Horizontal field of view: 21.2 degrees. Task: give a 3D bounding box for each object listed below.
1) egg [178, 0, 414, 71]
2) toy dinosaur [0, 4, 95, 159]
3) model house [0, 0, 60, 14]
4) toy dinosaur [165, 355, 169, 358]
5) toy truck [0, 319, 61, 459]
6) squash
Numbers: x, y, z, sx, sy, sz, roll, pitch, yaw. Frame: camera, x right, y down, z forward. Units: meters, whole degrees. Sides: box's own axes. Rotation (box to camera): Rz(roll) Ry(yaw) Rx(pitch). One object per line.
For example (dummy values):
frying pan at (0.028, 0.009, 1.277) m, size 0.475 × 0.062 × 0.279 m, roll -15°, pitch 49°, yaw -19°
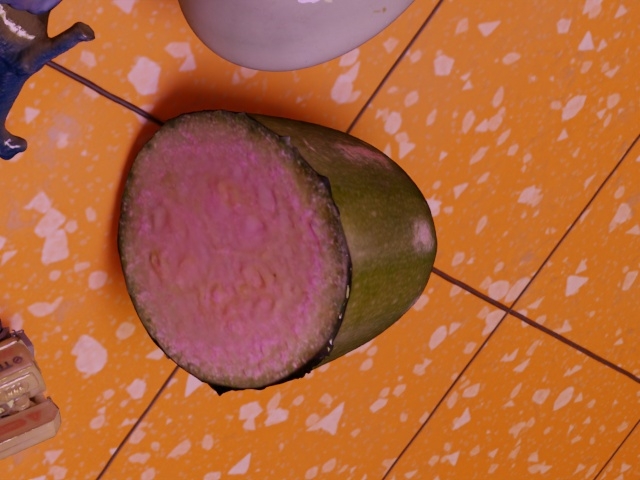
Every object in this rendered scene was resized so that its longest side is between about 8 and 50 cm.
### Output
egg at (0.017, -0.320, 1.666) m, size 0.371 × 0.230 × 0.230 m, roll -44°, pitch 140°, yaw -11°
toy dinosaur at (-0.322, -0.199, 1.599) m, size 0.188 × 0.075 × 0.248 m, roll -36°, pitch 121°, yaw 24°
model house at (-0.255, -0.429, 1.274) m, size 0.445 × 0.395 × 0.400 m, roll -40°, pitch 153°, yaw -28°
toy dinosaur at (-0.096, 0.082, 2.034) m, size 0.209 × 0.039 × 0.082 m, roll -37°, pitch 143°, yaw 3°
toy truck at (-0.404, 0.186, 1.754) m, size 0.272 × 0.157 × 0.124 m, roll -21°, pitch 134°, yaw -29°
squash at (-0.014, -0.016, 1.889) m, size 0.309 × 0.310 × 0.310 m, roll -21°, pitch 136°, yaw -53°
